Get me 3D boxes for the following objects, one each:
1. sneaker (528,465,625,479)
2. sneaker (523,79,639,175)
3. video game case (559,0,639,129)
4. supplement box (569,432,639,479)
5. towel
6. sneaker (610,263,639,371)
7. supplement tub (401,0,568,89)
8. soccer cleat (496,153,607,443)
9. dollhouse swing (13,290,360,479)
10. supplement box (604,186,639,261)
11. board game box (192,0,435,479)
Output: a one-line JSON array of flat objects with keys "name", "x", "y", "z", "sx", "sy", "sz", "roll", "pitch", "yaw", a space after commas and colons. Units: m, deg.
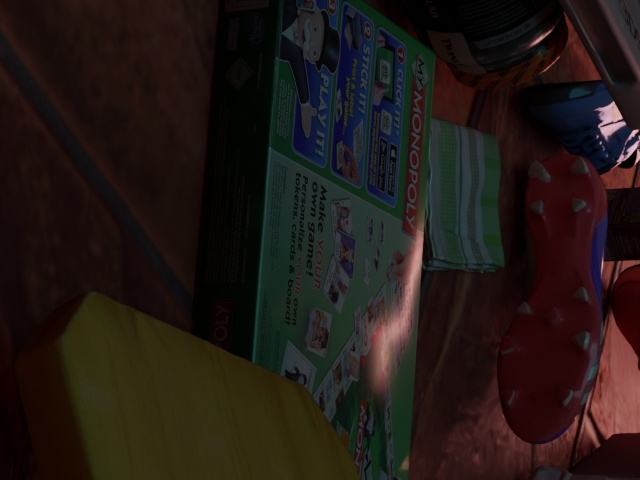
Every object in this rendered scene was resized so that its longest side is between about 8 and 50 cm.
[{"name": "sneaker", "x": 0.236, "y": 0.288, "z": 1.534, "sx": 0.090, "sy": 0.115, "sz": 0.232, "roll": -52, "pitch": 132, "yaw": -51}, {"name": "sneaker", "x": 0.232, "y": -0.094, "z": 1.619, "sx": 0.209, "sy": 0.069, "sz": 0.082, "roll": -1, "pitch": 92, "yaw": -62}, {"name": "video game case", "x": 0.188, "y": -0.288, "z": 1.393, "sx": 0.300, "sy": 0.036, "sz": 0.329, "roll": 45, "pitch": 37, "yaw": -58}, {"name": "supplement box", "x": 0.279, "y": 0.299, "z": 1.662, "sx": 0.130, "sy": 0.073, "sz": 0.239, "roll": -25, "pitch": 110, "yaw": -60}, {"name": "towel", "x": 0.103, "y": -0.033, "z": 1.419, "sx": 0.152, "sy": 0.023, "sz": 0.113, "roll": 5, "pitch": 84, "yaw": -62}, {"name": "sneaker", "x": 0.317, "y": 0.130, "z": 1.615, "sx": 0.136, "sy": 0.314, "sz": 0.116, "roll": -15, "pitch": 134, "yaw": -22}, {"name": "supplement tub", "x": 0.103, "y": -0.205, "z": 1.338, "sx": 0.190, "sy": 0.117, "sz": 0.117, "roll": 63, "pitch": 36, "yaw": -38}, {"name": "soccer cleat", "x": 0.194, "y": 0.050, "z": 1.525, "sx": 0.095, "sy": 0.083, "sz": 0.248, "roll": 47, "pitch": 45, "yaw": -56}, {"name": "dollhouse swing", "x": -0.103, "y": 0.255, "z": 0.932, "sx": 0.305, "sy": 0.315, "sz": 0.347, "roll": 56, "pitch": 14, "yaw": 30}, {"name": "supplement box", "x": 0.268, "y": -0.014, "z": 1.659, "sx": 0.043, "sy": 0.083, "sz": 0.055, "roll": 66, "pitch": 35, "yaw": -35}, {"name": "board game box", "x": 0.000, "y": 0.000, "z": 1.198, "sx": 0.213, "sy": 0.046, "sz": 0.317, "roll": 28, "pitch": 63, "yaw": -59}]
